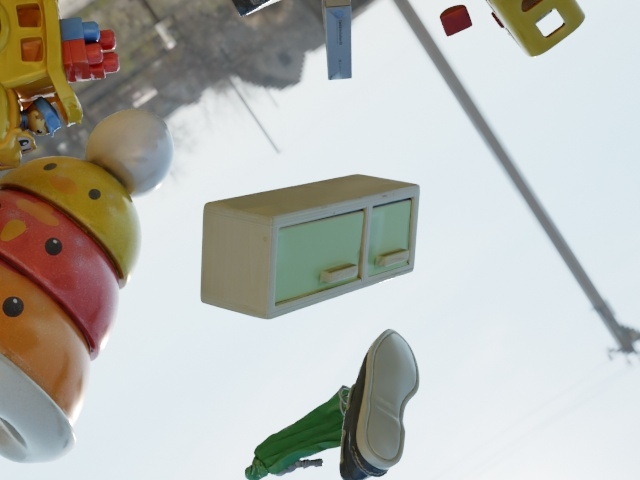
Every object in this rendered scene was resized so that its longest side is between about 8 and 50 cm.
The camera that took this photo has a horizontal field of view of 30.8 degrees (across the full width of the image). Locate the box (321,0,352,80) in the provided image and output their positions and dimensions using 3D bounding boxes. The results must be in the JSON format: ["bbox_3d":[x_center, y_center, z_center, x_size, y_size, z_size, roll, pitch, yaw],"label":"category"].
[{"bbox_3d":[0.019,-0.341,1.619,0.038,0.145,0.186,-5,-124,-1],"label":"box"}]

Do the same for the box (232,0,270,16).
[{"bbox_3d":[-0.123,-0.570,2.002,0.097,0.318,0.395,-27,-169,20],"label":"box"}]

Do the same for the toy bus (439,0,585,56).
[{"bbox_3d":[0.239,-0.323,1.421,0.202,0.191,0.104,1,-150,-12],"label":"toy bus"}]

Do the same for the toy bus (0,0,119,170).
[{"bbox_3d":[-0.345,-0.192,1.385,0.211,0.220,0.149,-5,166,-10],"label":"toy bus"}]

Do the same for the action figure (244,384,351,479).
[{"bbox_3d":[-0.025,0.336,1.927,0.232,0.063,0.137,-24,-145,-19],"label":"action figure"}]

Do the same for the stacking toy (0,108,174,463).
[{"bbox_3d":[-0.353,0.007,1.486,0.350,0.350,0.480,-18,-145,57],"label":"stacking toy"}]

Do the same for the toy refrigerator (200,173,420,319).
[{"bbox_3d":[0.000,0.000,1.194,0.094,0.102,0.269,12,-165,33],"label":"toy refrigerator"}]

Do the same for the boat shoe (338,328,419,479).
[{"bbox_3d":[0.075,0.220,1.547,0.079,0.095,0.254,-43,-158,33],"label":"boat shoe"}]
